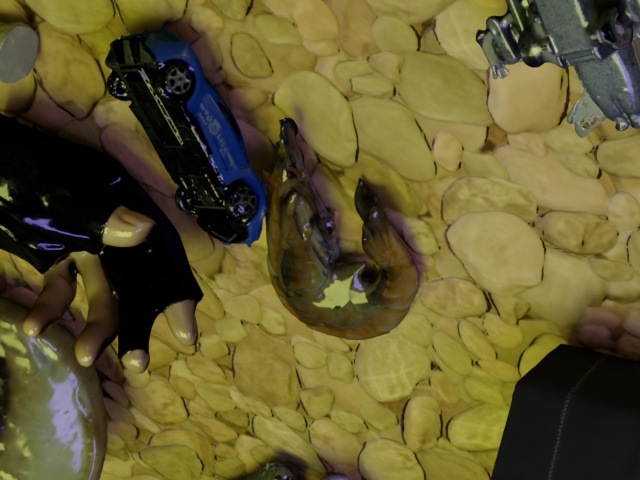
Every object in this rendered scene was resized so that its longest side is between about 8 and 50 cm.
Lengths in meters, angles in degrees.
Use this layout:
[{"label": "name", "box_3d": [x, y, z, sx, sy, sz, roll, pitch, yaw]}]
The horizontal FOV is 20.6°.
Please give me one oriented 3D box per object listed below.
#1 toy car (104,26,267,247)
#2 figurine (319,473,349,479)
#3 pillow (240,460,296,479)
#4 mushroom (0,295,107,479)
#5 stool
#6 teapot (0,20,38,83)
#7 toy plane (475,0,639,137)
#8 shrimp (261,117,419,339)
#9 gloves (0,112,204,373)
[{"label": "toy car", "box_3d": [-0.108, -0.090, 1.531, 0.103, 0.063, 0.216, 6, 131, 55]}, {"label": "figurine", "box_3d": [0.021, 0.316, 1.816, 0.192, 0.126, 0.147, 28, 118, -31]}, {"label": "pillow", "box_3d": [-0.080, 0.306, 1.927, 0.093, 0.051, 0.241, 40, 137, -12]}, {"label": "mushroom", "box_3d": [-0.356, 0.155, 1.919, 0.292, 0.212, 0.217, 27, -174, -8]}, {"label": "stool", "box_3d": [0.228, 0.208, 1.490, 0.141, 0.232, 0.232, 12, 135, 22]}, {"label": "teapot", "box_3d": [-0.303, -0.177, 1.596, 0.083, 0.057, 0.067, 25, 137, 22]}, {"label": "toy plane", "box_3d": [0.169, -0.188, 1.233, 0.192, 0.088, 0.262, -9, 124, 41]}, {"label": "shrimp", "box_3d": [0.016, 0.006, 1.556, 0.145, 0.059, 0.254, 16, 137, 17]}, {"label": "gloves", "box_3d": [-0.225, -0.004, 1.631, 0.301, 0.152, 0.197, 52, 151, 19]}]
